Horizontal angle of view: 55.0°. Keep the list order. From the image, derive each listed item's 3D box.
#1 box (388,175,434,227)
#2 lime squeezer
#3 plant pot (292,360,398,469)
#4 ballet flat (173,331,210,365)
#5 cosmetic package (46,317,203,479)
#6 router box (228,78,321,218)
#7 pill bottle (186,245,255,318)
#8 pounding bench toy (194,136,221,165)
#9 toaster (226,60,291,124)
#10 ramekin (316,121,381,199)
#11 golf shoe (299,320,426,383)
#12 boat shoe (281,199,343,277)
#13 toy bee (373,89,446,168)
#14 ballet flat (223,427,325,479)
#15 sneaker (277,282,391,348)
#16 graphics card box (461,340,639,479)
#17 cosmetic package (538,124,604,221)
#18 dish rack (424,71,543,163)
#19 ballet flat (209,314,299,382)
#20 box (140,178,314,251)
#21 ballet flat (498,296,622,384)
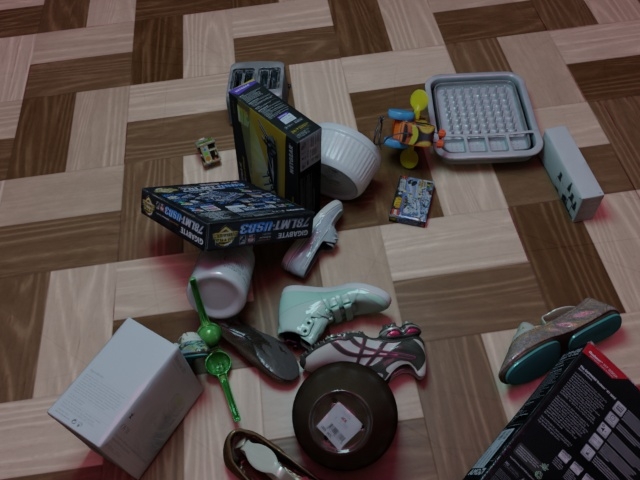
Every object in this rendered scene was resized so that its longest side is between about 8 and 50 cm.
[{"bbox_3d":[0.236,-0.102,1.583,0.094,0.027,0.137,13,57,11],"label":"box"},{"bbox_3d":[-0.234,0.232,1.315,0.059,0.110,0.310,-18,86,2],"label":"lime squeezer"},{"bbox_3d":[0.041,0.330,1.135,0.216,0.230,0.215,-1,78,4],"label":"plant pot"},{"bbox_3d":[-0.281,0.226,1.297,0.070,0.188,0.070,11,67,-27],"label":"ballet flat"},{"bbox_3d":[-0.369,0.315,1.215,0.138,0.224,0.224,24,60,19],"label":"cosmetic package"},{"bbox_3d":[-0.108,-0.202,1.504,0.081,0.308,0.243,-36,59,-26],"label":"router box"},{"bbox_3d":[-0.219,0.061,1.409,0.131,0.131,0.229,-1,33,4],"label":"pill bottle"},{"bbox_3d":[-0.313,-0.248,1.706,0.052,0.065,0.083,-22,26,-10],"label":"pounding bench toy"},{"bbox_3d":[-0.179,-0.432,1.791,0.168,0.110,0.185,1,55,3],"label":"toaster"},{"bbox_3d":[0.040,-0.192,1.558,0.207,0.207,0.109,19,68,16],"label":"ramekin"},{"bbox_3d":[0.092,0.253,1.304,0.273,0.105,0.120,-11,62,-3],"label":"golf shoe"},{"bbox_3d":[0.000,0.000,1.506,0.081,0.079,0.227,34,68,14],"label":"boat shoe"},{"bbox_3d":[0.243,-0.271,1.597,0.162,0.195,0.298,13,42,11],"label":"toy bee"},{"bbox_3d":[-0.053,0.462,1.152,0.342,0.124,0.116,33,64,23],"label":"ballet flat"},{"bbox_3d":[0.028,0.178,1.361,0.256,0.094,0.151,-3,49,14],"label":"sneaker"},{"bbox_3d":[0.468,0.399,1.144,0.233,0.094,0.371,45,67,8],"label":"graphics card box"},{"bbox_3d":[0.630,-0.172,1.562,0.061,0.099,0.239,-9,55,-4],"label":"cosmetic package"},{"bbox_3d":[0.441,-0.332,1.702,0.286,0.072,0.332,-2,55,3],"label":"dish rack"},{"bbox_3d":[-0.151,0.236,1.364,0.250,0.058,0.084,33,38,18],"label":"ballet flat"},{"bbox_3d":[-0.217,-0.067,1.429,0.296,0.073,0.293,-9,24,-42],"label":"box"},{"bbox_3d":[0.491,0.209,1.320,0.316,0.107,0.106,-20,36,-16],"label":"ballet flat"}]
